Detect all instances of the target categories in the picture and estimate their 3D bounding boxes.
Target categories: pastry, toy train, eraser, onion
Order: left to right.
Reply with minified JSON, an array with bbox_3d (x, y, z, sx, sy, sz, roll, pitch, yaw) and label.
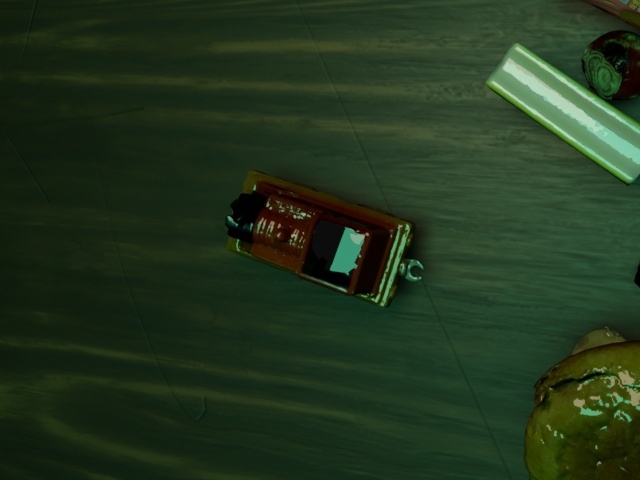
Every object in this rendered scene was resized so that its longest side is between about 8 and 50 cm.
[{"bbox_3d":[0.000,0.000,1.589,0.369,0.232,0.163,19,96,18],"label":"toy train"},{"bbox_3d":[0.403,-0.194,1.441,0.274,0.210,0.092,37,103,13],"label":"eraser"},{"bbox_3d":[0.480,-0.279,1.461,0.119,0.119,0.117,-34,66,19],"label":"onion"},{"bbox_3d":[0.470,0.309,1.349,0.356,0.164,0.355,5,109,13],"label":"pastry"}]

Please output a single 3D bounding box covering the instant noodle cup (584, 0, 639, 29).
[{"bbox_3d":[0.511,-0.418,1.390,0.255,0.244,0.244,38,105,7],"label":"instant noodle cup"}]

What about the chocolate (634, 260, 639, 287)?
[{"bbox_3d":[0.600,0.060,1.432,0.133,0.156,0.156,36,106,-14],"label":"chocolate"}]

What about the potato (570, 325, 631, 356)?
[{"bbox_3d":[0.489,0.252,1.481,0.161,0.128,0.234,-33,85,35],"label":"potato"}]
